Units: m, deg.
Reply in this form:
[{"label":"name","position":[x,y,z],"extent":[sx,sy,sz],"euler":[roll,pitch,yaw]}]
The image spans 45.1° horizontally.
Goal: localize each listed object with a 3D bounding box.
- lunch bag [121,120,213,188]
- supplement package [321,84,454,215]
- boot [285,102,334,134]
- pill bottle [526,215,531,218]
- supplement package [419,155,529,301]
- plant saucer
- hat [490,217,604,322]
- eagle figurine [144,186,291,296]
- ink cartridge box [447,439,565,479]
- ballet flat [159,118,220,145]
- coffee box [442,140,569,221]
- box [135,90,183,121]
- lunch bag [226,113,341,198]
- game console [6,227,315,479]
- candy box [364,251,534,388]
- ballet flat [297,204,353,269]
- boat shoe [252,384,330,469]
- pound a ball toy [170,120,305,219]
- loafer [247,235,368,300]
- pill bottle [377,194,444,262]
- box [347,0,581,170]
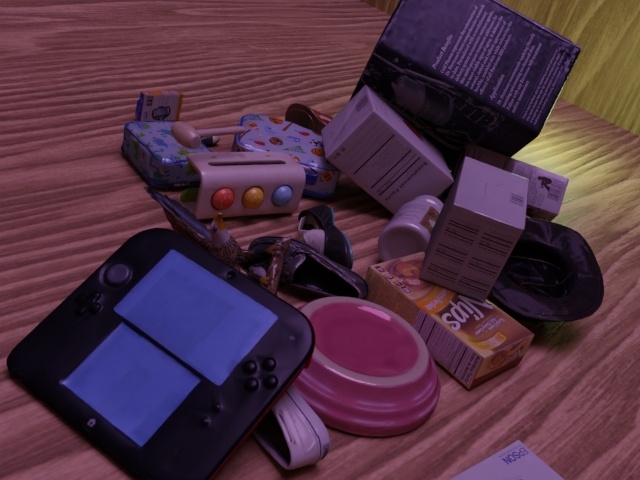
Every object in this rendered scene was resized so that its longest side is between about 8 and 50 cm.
[{"label":"lunch bag","position":[-0.367,-0.211,1.875],"extent":[0.176,0.090,0.219],"euler":[-11,40,-39]},{"label":"supplement package","position":[0.169,-0.219,1.977],"extent":[0.293,0.175,0.178],"euler":[37,22,-24]},{"label":"boot","position":[0.052,-0.332,2.302],"extent":[0.283,0.109,0.220],"euler":[24,20,34]},{"label":"pill bottle","position":[0.467,-0.055,2.050],"extent":[0.169,0.094,0.094],"euler":[30,32,22]},{"label":"supplement package","position":[0.320,-0.024,1.597],"extent":[0.149,0.203,0.194],"euler":[21,39,4]},{"label":"plant saucer","position":[0.066,0.207,1.399],"extent":[0.331,0.084,0.332],"euler":[14,29,-8]},{"label":"hat","position":[0.484,0.093,1.770],"extent":[0.331,0.134,0.331],"euler":[4,45,-4]},{"label":"eagle figurine","position":[-0.210,0.030,1.431],"extent":[0.298,0.225,0.226],"euler":[8,9,9]},{"label":"ink cartridge box","position":[0.323,0.429,1.193],"extent":[0.223,0.045,0.224],"euler":[-12,41,-42]},{"label":"ballet flat","position":[-0.350,-0.286,2.054],"extent":[0.173,0.049,0.057],"euler":[5,32,-21]},{"label":"coffee box","position":[0.504,-0.145,2.126],"extent":[0.297,0.119,0.168],"euler":[20,-15,5]},{"label":"box","position":[-0.446,-0.368,2.110],"extent":[0.136,0.081,0.028],"euler":[-7,37,-38]},{"label":"lunch bag","position":[-0.095,-0.217,2.013],"extent":[0.303,0.115,0.243],"euler":[13,32,-10]},{"label":"game console","position":[-0.237,0.168,1.190],"extent":[0.386,0.060,0.342],"euler":[30,57,23]},{"label":"candy box","position":[0.254,0.153,1.586],"extent":[0.182,0.088,0.316],"euler":[-13,41,-43]},{"label":"ballet flat","position":[0.000,0.000,1.723],"extent":[0.096,0.095,0.280],"euler":[0,22,-10]},{"label":"boat shoe","position":[-0.099,0.256,1.223],"extent":[0.088,0.096,0.267],"euler":[-8,46,-46]},{"label":"pound a ball toy","position":[-0.185,-0.153,1.752],"extent":[0.319,0.208,0.136],"euler":[-5,36,-36]},{"label":"loafer","position":[-0.027,0.060,1.569],"extent":[0.267,0.096,0.084],"euler":[22,3,4]},{"label":"pill bottle","position":[0.228,-0.022,1.829],"extent":[0.131,0.131,0.229],"euler":[23,30,11]},{"label":"box","position":[0.370,-0.443,2.151],"extent":[0.471,0.298,0.480],"euler":[30,-14,-1]}]
